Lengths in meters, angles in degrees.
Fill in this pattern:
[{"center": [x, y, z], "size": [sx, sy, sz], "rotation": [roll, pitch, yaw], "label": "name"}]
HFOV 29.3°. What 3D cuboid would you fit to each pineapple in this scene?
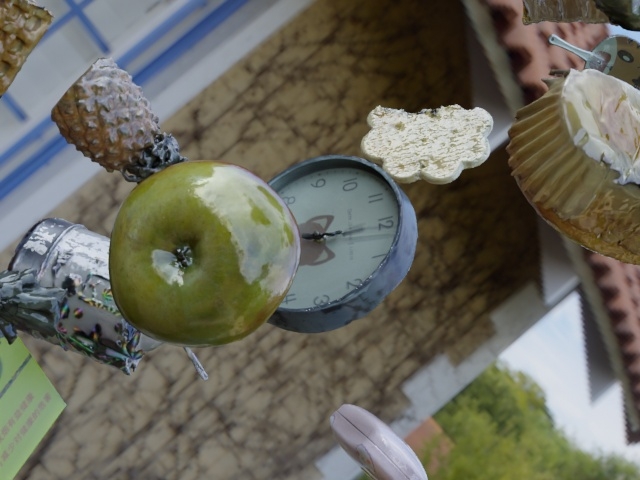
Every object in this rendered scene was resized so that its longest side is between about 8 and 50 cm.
[{"center": [-0.353, 0.041, 1.124], "size": [0.248, 0.128, 0.128], "rotation": [24, 16, -45], "label": "pineapple"}, {"center": [-0.303, -0.147, 2.091], "size": [0.340, 0.169, 0.169], "rotation": [48, -3, -15], "label": "pineapple"}]

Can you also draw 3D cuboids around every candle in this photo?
[{"center": [-0.301, 0.098, 1.806], "size": [0.330, 0.187, 0.187], "rotation": [21, -10, 11], "label": "candle"}]

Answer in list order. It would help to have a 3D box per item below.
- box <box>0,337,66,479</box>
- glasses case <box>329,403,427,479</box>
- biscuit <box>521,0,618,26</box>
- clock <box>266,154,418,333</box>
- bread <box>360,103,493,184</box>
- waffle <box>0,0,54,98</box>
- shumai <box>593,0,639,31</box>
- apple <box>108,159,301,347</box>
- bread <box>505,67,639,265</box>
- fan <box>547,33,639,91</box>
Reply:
[{"center": [-0.465, 0.186, 1.599], "size": [0.047, 0.187, 0.335], "rotation": [14, -36, 30], "label": "box"}, {"center": [0.084, 0.315, 1.847], "size": [0.113, 0.075, 0.297], "rotation": [46, -5, -9], "label": "glasses case"}, {"center": [0.445, -0.575, 2.146], "size": [0.429, 0.104, 0.446], "rotation": [-162, -116, -78], "label": "biscuit"}, {"center": [0.000, 0.000, 2.044], "size": [0.325, 0.325, 0.067], "rotation": [47, -5, 40], "label": "clock"}, {"center": [0.202, -0.182, 2.344], "size": [0.039, 0.251, 0.181], "rotation": [69, 26, -59], "label": "bread"}, {"center": [-0.573, -0.331, 1.868], "size": [0.091, 0.213, 0.308], "rotation": [38, 6, 26], "label": "waffle"}, {"center": [0.357, -0.488, 1.459], "size": [0.348, 0.395, 0.395], "rotation": [40, -8, 32], "label": "shumai"}, {"center": [-0.154, 0.018, 1.554], "size": [0.261, 0.261, 0.194], "rotation": [49, 13, 14], "label": "apple"}, {"center": [0.451, -0.099, 1.858], "size": [0.389, 0.236, 0.183], "rotation": [29, -34, -25], "label": "bread"}, {"center": [0.559, -0.357, 2.445], "size": [0.227, 0.152, 0.008], "rotation": [28, 10, 2], "label": "fan"}]
